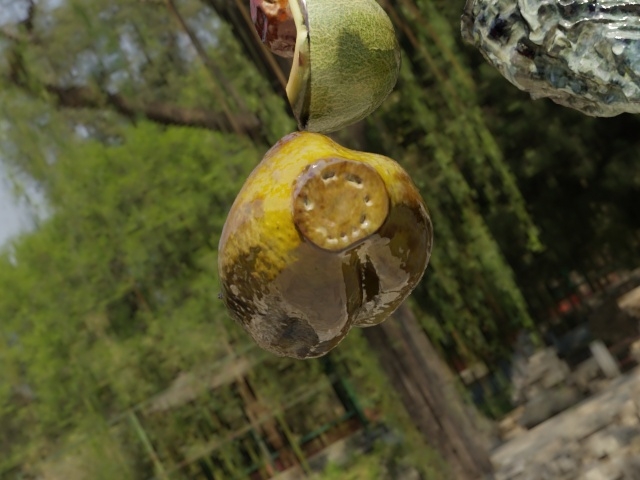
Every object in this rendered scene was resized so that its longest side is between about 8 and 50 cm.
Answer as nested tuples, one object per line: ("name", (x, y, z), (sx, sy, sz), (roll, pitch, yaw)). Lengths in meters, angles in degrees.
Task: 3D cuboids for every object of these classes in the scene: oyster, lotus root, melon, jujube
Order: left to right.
("jujube", (-0.016, -0.389, 1.957), (0.174, 0.250, 0.174), (12, -8, 2))
("lotus root", (0.007, 0.006, 1.174), (0.193, 0.193, 0.291), (-27, -17, -13))
("melon", (0.025, -0.182, 1.255), (0.128, 0.160, 0.079), (-6, 2, -18))
("oyster", (0.247, -0.168, 1.251), (0.087, 0.252, 0.199), (-40, -8, -32))
